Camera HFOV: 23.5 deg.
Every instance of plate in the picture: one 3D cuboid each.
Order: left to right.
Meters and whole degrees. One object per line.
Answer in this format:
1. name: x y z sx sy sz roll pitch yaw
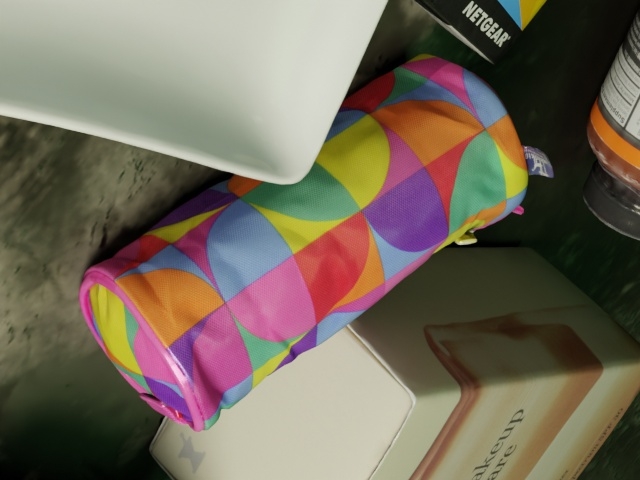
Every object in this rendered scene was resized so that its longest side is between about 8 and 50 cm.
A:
1. plate: -0.040 -0.167 0.520 0.278 0.045 0.277 10 108 -56

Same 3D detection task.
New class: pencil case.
1. pencil case: 0.000 0.000 0.757 0.236 0.104 0.104 -32 147 -23

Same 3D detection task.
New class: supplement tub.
1. supplement tub: 0.233 -0.096 0.955 0.106 0.106 0.198 -18 139 -43

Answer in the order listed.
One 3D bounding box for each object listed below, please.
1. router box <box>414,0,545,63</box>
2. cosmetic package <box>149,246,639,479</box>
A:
1. router box: 0.076 -0.171 0.709 0.133 0.046 0.179 -52 151 8
2. cosmetic package: 0.061 0.098 0.931 0.296 0.129 0.153 -1 129 -53
